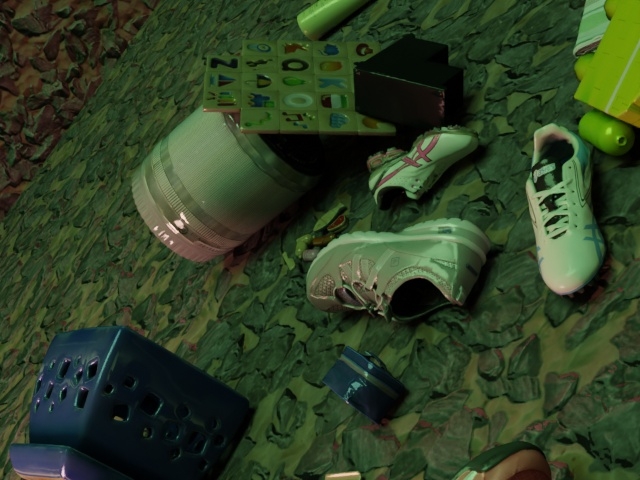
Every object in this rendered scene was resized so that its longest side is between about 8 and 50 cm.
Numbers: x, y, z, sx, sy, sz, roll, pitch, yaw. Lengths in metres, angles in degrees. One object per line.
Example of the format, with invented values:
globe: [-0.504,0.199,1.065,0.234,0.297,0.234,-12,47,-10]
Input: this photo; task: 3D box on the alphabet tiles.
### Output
alphabet tiles: [-0.009,-0.242,1.688,0.285,0.343,0.011,-95,7,-53]

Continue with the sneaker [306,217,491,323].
sneaker: [0.078,0.053,1.365,0.281,0.105,0.115,-20,41,44]

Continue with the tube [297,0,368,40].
tube: [0.064,-0.471,2.069,0.240,0.062,0.070,-30,74,26]

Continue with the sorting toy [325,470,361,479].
sorting toy: [0.012,0.302,1.263,0.083,0.012,0.062,-17,47,42]

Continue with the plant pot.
plant pot: [-0.275,0.265,1.496,0.236,0.236,0.212,-13,48,52]

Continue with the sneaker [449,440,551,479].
sneaker: [0.145,0.334,0.956,0.136,0.116,0.314,20,80,50]

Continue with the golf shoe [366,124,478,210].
golf shoe: [0.146,-0.100,1.506,0.186,0.067,0.086,-23,65,41]

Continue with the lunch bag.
lunch bag: [0.053,0.169,1.305,0.065,0.067,0.098,-53,27,-4]

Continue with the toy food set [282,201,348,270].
toy food set: [0.000,0.000,1.640,0.122,0.019,0.078,-40,29,5]

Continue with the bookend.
bookend: [0.156,-0.235,1.606,0.156,0.072,0.157,19,39,31]

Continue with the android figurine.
android figurine: [0.367,-0.215,1.220,0.273,0.056,0.248,-115,48,-74]

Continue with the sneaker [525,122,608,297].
sneaker: [0.266,-0.035,1.216,0.085,0.086,0.237,-29,36,32]

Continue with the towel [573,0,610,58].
towel: [0.390,-0.315,1.434,0.113,0.023,0.152,-20,40,43]

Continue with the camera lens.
camera lens: [-0.146,-0.119,1.779,0.274,0.219,0.219,-37,31,24]
